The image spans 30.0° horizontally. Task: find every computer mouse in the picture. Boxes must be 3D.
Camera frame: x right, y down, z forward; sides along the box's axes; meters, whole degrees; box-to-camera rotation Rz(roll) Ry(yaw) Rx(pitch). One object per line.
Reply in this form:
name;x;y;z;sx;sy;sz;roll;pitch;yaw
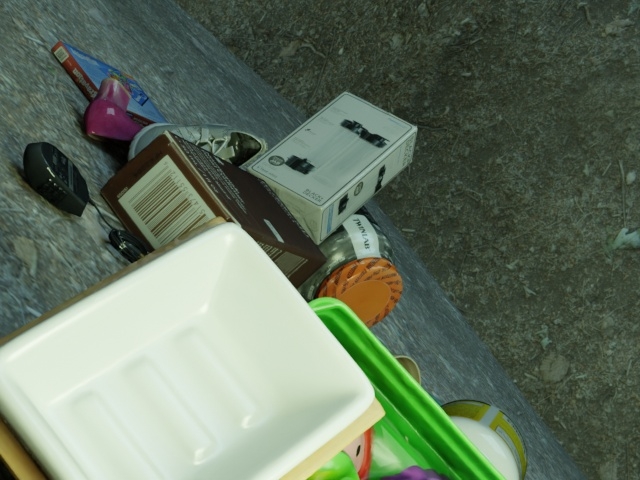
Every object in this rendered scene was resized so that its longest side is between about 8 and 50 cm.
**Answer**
computer mouse;-0.296;-0.035;1.508;0.242;0.041;0.071;50;15;-35

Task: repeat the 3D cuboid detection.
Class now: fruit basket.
fruit basket;0.033;0.271;1.144;0.392;0.283;0.392;45;-8;8

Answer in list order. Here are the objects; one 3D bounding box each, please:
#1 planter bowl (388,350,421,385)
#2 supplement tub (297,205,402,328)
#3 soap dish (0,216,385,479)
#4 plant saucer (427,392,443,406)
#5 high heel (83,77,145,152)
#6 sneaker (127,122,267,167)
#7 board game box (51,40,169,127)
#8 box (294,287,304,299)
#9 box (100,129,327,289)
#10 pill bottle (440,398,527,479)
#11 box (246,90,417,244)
planter bowl;0.055;0.225;1.741;0.109;0.162;0.162;21;-9;36
supplement tub;0.000;0.000;2.176;0.207;0.207;0.338;37;14;-50
soap dish;-0.121;0.135;0.963;0.291;0.118;0.229;-32;77;-38
plant saucer;0.235;0.356;2.342;0.195;0.037;0.195;48;9;-10
high heel;-0.290;-0.139;1.901;0.244;0.082;0.117;59;33;-43
sneaker;-0.194;-0.143;1.887;0.281;0.115;0.105;-28;114;-54
board game box;-0.365;-0.264;2.126;0.145;0.027;0.281;52;10;14
box;-0.071;0.146;1.530;0.213;0.117;0.243;54;11;29
box;-0.146;-0.017;1.793;0.191;0.143;0.381;51;8;17
pill bottle;0.205;0.346;1.769;0.188;0.188;0.334;50;10;9
box;0.022;-0.134;2.103;0.169;0.290;0.087;29;-40;23
